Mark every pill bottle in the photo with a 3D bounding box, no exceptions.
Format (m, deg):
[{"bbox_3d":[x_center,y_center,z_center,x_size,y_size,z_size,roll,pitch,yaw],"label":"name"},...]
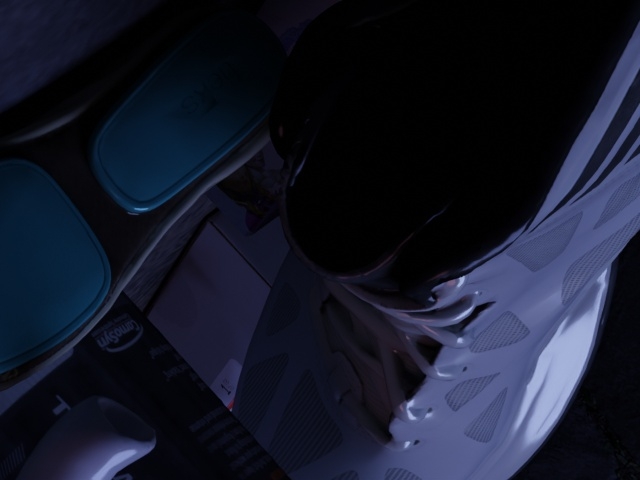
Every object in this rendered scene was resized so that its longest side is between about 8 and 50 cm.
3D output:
[{"bbox_3d":[-0.091,0.113,0.849,0.130,0.245,0.130,-42,173,-6],"label":"pill bottle"}]

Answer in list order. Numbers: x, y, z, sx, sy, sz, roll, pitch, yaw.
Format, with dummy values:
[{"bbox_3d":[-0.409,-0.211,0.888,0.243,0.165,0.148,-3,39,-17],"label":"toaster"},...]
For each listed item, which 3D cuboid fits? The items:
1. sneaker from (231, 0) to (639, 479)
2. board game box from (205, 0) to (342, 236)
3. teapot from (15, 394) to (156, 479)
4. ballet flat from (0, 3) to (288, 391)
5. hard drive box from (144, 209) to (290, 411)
[{"bbox_3d":[0.026,-0.002,0.819,0.257,0.169,0.447,-16,148,-49],"label":"sneaker"},{"bbox_3d":[0.102,-0.172,0.941,0.318,0.066,0.318,-37,171,-36],"label":"board game box"},{"bbox_3d":[-0.215,0.156,0.661,0.256,0.253,0.187,-63,161,-53],"label":"teapot"},{"bbox_3d":[-0.105,-0.010,0.752,0.248,0.086,0.086,-38,172,-38],"label":"ballet flat"},{"bbox_3d":[0.000,0.000,1.334,0.232,0.089,0.181,-38,171,-34],"label":"hard drive box"}]
